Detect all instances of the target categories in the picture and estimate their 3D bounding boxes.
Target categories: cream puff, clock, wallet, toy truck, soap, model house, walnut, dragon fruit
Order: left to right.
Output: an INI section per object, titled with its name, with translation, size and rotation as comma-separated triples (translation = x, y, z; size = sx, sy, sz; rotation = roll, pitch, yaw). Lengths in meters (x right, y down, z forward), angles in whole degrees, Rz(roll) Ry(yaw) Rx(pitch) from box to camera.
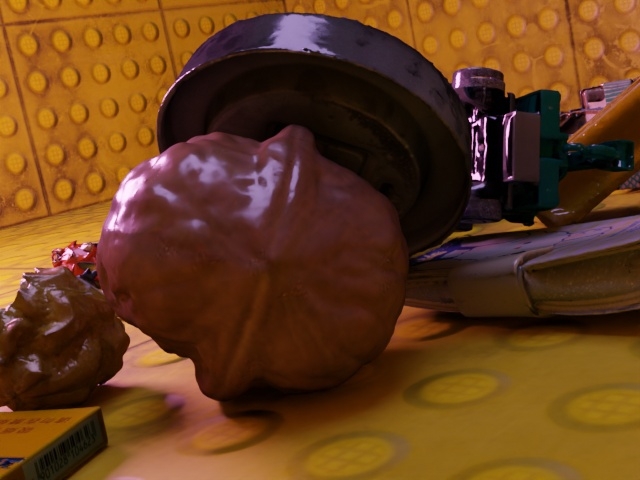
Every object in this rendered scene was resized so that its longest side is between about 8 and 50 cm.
[cream puff]
translation = -0.261, 0.109, 0.845
size = 0.156, 0.121, 0.156
rotation = -53, -5, -7
[dragon fruit]
translation = -0.385, 0.041, 1.485
size = 0.116, 0.086, 0.081
rotation = -6, -31, -17
[walnut]
translation = -0.054, 0.019, 0.765
size = 0.227, 0.273, 0.273
rotation = -46, 19, -12
[clock]
translation = -0.004, -0.088, 0.873
size = 0.313, 0.312, 0.061
rotation = -6, 50, 27
[toy truck]
translation = 0.186, -0.085, 1.075
size = 0.178, 0.176, 0.363
rotation = 5, -5, -23
[wallet]
translation = 0.222, 0.022, 0.880
size = 0.310, 0.077, 0.223
rotation = -8, 9, 44
[soap]
translation = 0.403, -0.145, 1.166
size = 0.315, 0.091, 0.199
rotation = -43, -5, 25
[model house]
translation = 0.505, -0.171, 1.425
size = 0.271, 0.178, 0.206
rotation = -9, 11, -6

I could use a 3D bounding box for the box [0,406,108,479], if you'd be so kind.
[box]
translation = -0.286, 0.187, 0.622
size = 0.153, 0.041, 0.279
rotation = -6, 10, 20

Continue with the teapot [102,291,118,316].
[teapot]
translation = -0.250, 0.063, 1.247
size = 0.091, 0.124, 0.092
rotation = 9, -26, 20
